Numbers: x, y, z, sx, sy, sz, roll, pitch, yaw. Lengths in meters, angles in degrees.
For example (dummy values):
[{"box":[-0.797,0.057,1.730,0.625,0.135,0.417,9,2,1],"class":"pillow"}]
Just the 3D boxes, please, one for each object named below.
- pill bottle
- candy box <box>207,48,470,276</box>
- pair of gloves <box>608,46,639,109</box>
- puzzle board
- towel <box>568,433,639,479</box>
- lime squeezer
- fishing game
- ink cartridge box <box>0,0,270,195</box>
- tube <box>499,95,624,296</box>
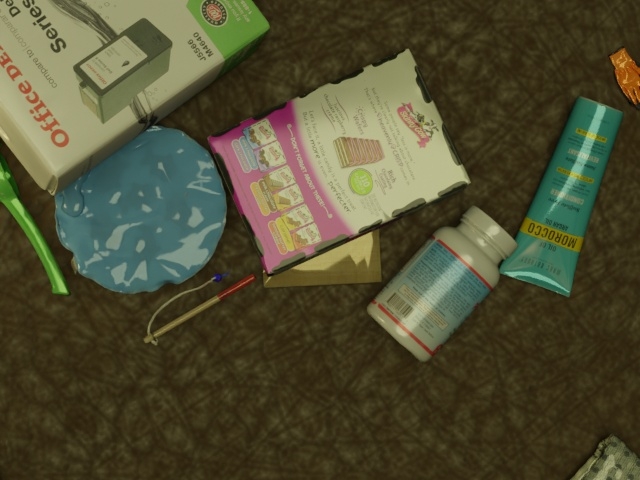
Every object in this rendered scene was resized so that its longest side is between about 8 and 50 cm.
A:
[{"box":[0.131,0.043,1.586,0.087,0.087,0.160,43,90,-2],"class":"pill bottle"},{"box":[0.019,-0.080,1.580,0.233,0.071,0.159,-24,87,-2],"class":"candy box"},{"box":[0.359,-0.185,1.624,0.083,0.010,0.074,-25,92,-2],"class":"pair of gloves"},{"box":[0.000,0.000,1.620,0.128,0.011,0.096,-3,90,-2],"class":"puzzle board"},{"box":[0.322,0.426,1.625,0.312,0.056,0.324,41,88,-5],"class":"towel"},{"box":[-0.300,-0.103,1.575,0.109,0.059,0.310,4,82,16],"class":"lime squeezer"},{"box":[-0.190,-0.031,1.599,0.189,0.041,0.264,-31,81,1],"class":"fishing game"},{"box":[-0.222,-0.206,1.528,0.273,0.115,0.198,-38,93,-15],"class":"ink cartridge box"},{"box":[0.263,-0.049,1.610,0.080,0.052,0.207,20,97,8],"class":"tube"}]
